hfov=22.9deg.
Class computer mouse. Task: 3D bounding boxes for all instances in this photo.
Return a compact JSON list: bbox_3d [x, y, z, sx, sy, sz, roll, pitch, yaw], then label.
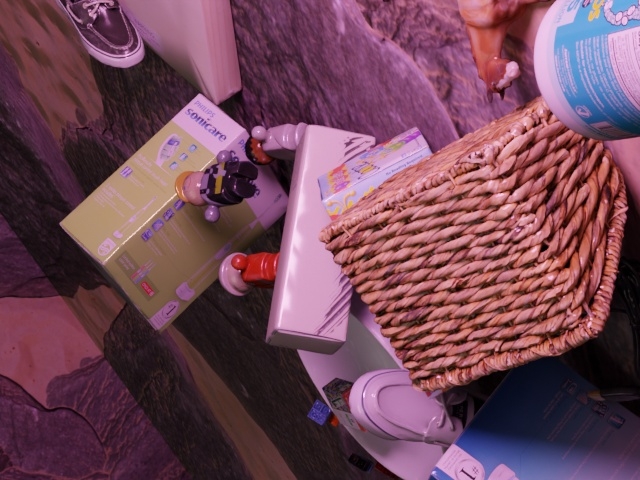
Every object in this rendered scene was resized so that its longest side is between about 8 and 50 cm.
[{"bbox_3d":[0.276,0.101,1.795,0.262,0.060,0.184,-9,114,35],"label":"computer mouse"}]

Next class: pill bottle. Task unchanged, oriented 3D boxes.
[{"bbox_3d":[0.304,-0.166,1.322,0.146,0.146,0.264,61,157,-11],"label":"pill bottle"}]

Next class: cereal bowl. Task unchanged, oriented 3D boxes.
[{"bbox_3d":[0.108,0.167,2.197,0.339,0.141,0.339,45,155,27],"label":"cereal bowl"}]

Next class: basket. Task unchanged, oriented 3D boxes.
[{"bbox_3d":[0.190,-0.001,1.676,0.299,0.213,0.223,-28,97,50],"label":"basket"}]

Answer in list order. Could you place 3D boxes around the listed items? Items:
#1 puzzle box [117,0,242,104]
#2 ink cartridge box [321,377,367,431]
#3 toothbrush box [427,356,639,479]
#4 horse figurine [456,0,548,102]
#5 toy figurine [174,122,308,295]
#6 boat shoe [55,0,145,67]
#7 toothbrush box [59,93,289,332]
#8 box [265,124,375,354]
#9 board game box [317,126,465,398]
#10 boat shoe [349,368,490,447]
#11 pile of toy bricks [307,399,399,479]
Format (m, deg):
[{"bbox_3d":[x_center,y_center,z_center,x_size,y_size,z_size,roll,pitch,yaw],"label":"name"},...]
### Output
[{"bbox_3d":[-0.268,-0.406,2.298,0.409,0.052,0.272,42,155,31],"label":"puzzle box"},{"bbox_3d":[0.051,0.229,2.176,0.115,0.029,0.063,8,128,63],"label":"ink cartridge box"},{"bbox_3d":[0.294,0.299,1.822,0.295,0.216,0.126,35,153,13],"label":"toothbrush box"},{"bbox_3d":[0.147,-0.287,1.590,0.263,0.066,0.174,52,152,5],"label":"horse figurine"},{"bbox_3d":[-0.072,-0.047,2.177,0.148,0.213,0.209,-9,115,51],"label":"toy figurine"},{"bbox_3d":[-0.340,-0.343,2.364,0.219,0.078,0.070,47,158,27],"label":"boat shoe"},{"bbox_3d":[-0.206,-0.038,2.319,0.122,0.283,0.206,40,170,36],"label":"toothbrush box"},{"bbox_3d":[0.000,0.000,2.027,0.113,0.094,0.275,125,155,-75],"label":"box"},{"bbox_3d":[0.124,0.024,1.908,0.275,0.142,0.144,61,-175,-13],"label":"board game box"},{"bbox_3d":[0.159,0.213,1.979,0.084,0.258,0.095,-15,67,56],"label":"boat shoe"},{"bbox_3d":[0.084,0.302,2.513,0.212,0.118,0.105,29,179,32],"label":"pile of toy bricks"}]
